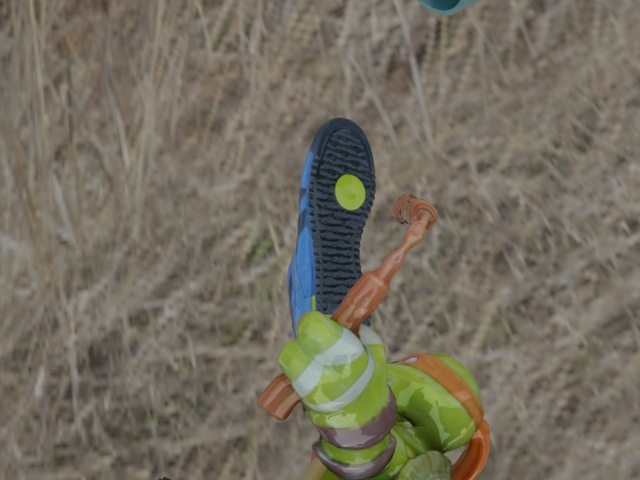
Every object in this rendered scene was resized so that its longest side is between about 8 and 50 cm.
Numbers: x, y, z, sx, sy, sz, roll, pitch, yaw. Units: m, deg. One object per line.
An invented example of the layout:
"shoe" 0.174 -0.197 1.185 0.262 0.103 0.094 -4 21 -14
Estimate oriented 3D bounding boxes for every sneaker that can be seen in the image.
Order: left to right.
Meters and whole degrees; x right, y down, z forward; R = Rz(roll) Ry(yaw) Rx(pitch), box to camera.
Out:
"sneaker" 0.000 0.000 1.652 0.069 0.082 0.209 5 82 -30

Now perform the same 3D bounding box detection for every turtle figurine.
"turtle figurine" -0.002 0.118 0.659 0.087 0.269 0.217 33 68 12

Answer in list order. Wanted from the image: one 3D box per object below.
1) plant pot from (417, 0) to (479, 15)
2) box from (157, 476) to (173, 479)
"plant pot" 0.155 -0.346 1.456 0.235 0.293 0.293 -20 119 -12
"box" -0.067 0.293 1.456 0.184 0.045 0.191 22 124 6
